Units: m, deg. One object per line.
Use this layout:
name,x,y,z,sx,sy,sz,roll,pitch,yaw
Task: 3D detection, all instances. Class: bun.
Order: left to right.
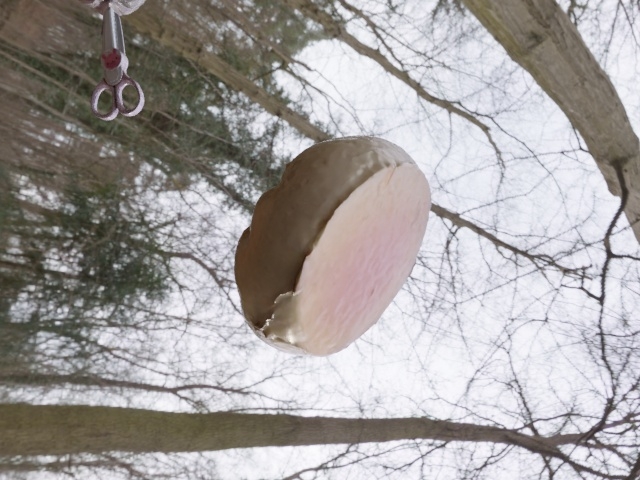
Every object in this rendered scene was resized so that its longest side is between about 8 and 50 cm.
bun,0.000,0.000,0.636,0.164,0.299,0.299,29,-81,32

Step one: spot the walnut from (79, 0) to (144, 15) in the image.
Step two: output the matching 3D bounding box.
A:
walnut,-0.578,-0.747,1.329,0.248,0.248,0.248,-14,-110,40

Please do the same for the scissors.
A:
scissors,-0.442,-0.382,1.059,0.118,0.030,0.242,-6,-95,10
